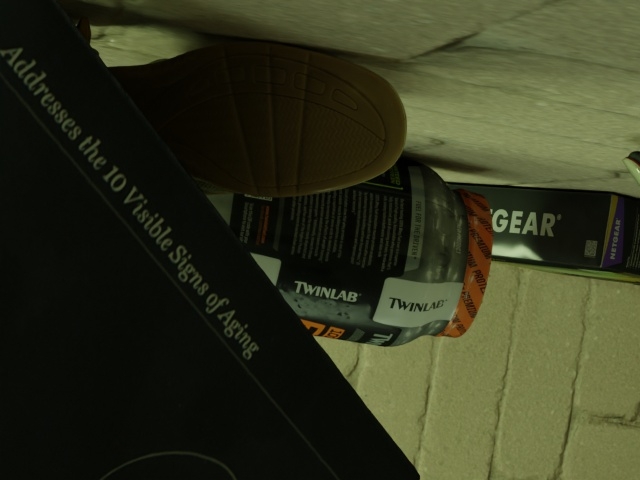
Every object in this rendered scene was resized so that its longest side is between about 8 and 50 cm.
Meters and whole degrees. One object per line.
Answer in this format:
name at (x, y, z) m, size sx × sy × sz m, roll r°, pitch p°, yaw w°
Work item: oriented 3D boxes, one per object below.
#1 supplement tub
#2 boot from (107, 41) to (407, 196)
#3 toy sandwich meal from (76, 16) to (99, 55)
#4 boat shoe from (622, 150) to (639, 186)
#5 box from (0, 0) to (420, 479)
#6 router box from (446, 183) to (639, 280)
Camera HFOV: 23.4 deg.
supplement tub at (0.000, 0.000, 1.552) m, size 0.316 × 0.193 × 0.193 m, roll 10°, pitch 178°, yaw -11°
boot at (-0.051, -0.075, 1.036) m, size 0.262 × 0.095 × 0.203 m, roll -3°, pitch -179°, yaw 17°
toy sandwich meal at (-0.176, -0.129, 0.970) m, size 0.085 × 0.029 × 0.085 m, roll 7°, pitch 176°, yaw 0°
boat shoe at (0.255, -0.046, 1.134) m, size 0.043 × 0.049 × 0.137 m, roll -35°, pitch 163°, yaw 13°
box at (-0.252, 0.166, 0.865) m, size 0.297 × 0.472 × 0.480 m, roll 10°, pitch 146°, yaw 43°
router box at (0.296, -0.002, 1.741) m, size 0.243 × 0.081 × 0.309 m, roll 11°, pitch 178°, yaw -34°
